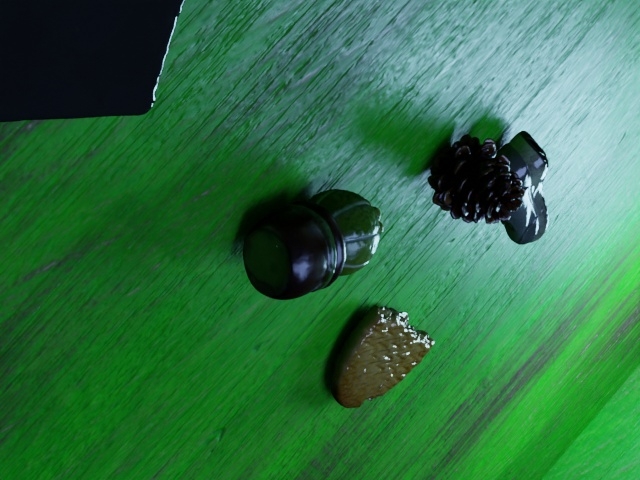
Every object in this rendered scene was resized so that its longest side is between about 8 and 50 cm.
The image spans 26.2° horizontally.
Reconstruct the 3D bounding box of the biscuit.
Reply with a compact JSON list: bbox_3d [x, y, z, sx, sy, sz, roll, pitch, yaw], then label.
[{"bbox_3d":[0.070,0.152,1.757,0.144,0.033,0.224,-52,155,6],"label":"biscuit"}]

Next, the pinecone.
[{"bbox_3d":[0.184,-0.065,1.571,0.102,0.109,0.102,-34,138,-37],"label":"pinecone"}]

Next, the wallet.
[{"bbox_3d":[-0.200,-0.140,0.935,0.285,0.030,0.146,-13,138,-51],"label":"wallet"}]

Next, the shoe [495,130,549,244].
[{"bbox_3d":[0.238,-0.054,1.732,0.077,0.074,0.194,-30,147,-16],"label":"shoe"}]

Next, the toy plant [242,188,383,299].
[{"bbox_3d":[0.000,0.000,1.376,0.162,0.093,0.093,-21,141,-46],"label":"toy plant"}]
